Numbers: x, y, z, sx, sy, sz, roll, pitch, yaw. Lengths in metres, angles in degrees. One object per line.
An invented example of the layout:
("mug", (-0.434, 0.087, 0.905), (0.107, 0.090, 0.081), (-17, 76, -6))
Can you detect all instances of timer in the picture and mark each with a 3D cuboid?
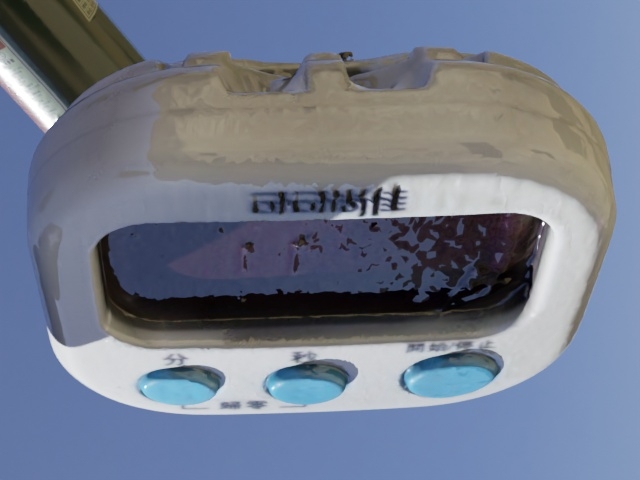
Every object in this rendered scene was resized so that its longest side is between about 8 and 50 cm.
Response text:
("timer", (0.000, 0.001, 0.743), (0.237, 0.262, 0.087), (94, 173, -56))

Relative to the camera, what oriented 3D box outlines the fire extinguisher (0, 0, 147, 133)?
("fire extinguisher", (-0.205, -0.154, 1.065), (0.093, 0.118, 0.294), (-45, -58, -8))
